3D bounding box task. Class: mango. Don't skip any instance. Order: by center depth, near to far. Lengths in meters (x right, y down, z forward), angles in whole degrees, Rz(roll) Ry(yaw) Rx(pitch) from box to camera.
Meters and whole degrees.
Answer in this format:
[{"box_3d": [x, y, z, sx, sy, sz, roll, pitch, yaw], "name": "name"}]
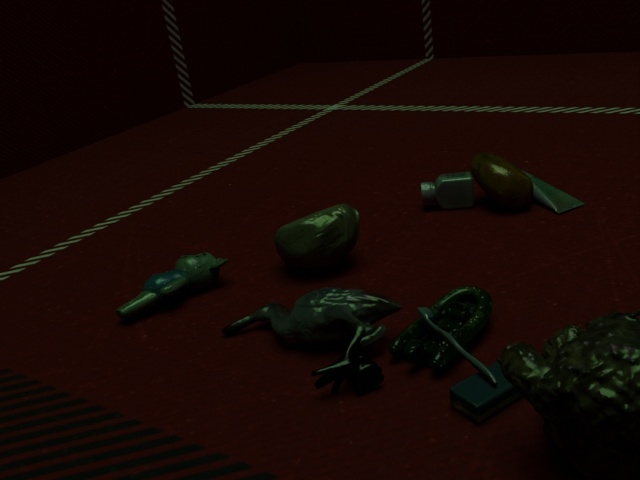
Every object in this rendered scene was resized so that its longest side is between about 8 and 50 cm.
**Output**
[{"box_3d": [0.401, -0.139, 1.478, 0.165, 0.089, 0.115, 45, 32, 17], "name": "mango"}]

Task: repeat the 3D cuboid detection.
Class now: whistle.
[{"box_3d": [-0.293, 0.084, 1.298, 0.235, 0.077, 0.114, -29, 12, -32], "name": "whistle"}]

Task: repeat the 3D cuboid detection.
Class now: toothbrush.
[{"box_3d": [0.194, 0.148, 0.952, 0.019, 0.013, 0.193, -9, 30, -22], "name": "toothbrush"}]

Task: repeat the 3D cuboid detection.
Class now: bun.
[{"box_3d": [0.000, 0.000, 1.331, 0.166, 0.113, 0.173, -24, 5, -41], "name": "bun"}]

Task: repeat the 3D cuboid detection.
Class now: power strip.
[{"box_3d": [0.239, 0.201, 0.904, 0.123, 0.032, 0.056, -21, 28, -27], "name": "power strip"}]

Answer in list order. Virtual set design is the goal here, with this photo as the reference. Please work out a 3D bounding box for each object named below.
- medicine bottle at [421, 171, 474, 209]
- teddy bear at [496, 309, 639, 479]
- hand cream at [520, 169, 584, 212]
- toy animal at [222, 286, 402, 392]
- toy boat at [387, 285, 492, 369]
[{"box_3d": [0.293, -0.113, 1.526, 0.117, 0.074, 0.055, -5, 25, 10], "name": "medicine bottle"}, {"box_3d": [0.329, 0.146, 0.752, 0.246, 0.223, 0.296, 9, 31, 22], "name": "teddy bear"}, {"box_3d": [0.501, -0.107, 1.490, 0.076, 0.047, 0.174, -19, 35, -22], "name": "hand cream"}, {"box_3d": [-0.006, 0.131, 1.073, 0.195, 0.090, 0.324, -35, 32, -28], "name": "toy animal"}, {"box_3d": [0.196, 0.134, 1.038, 0.104, 0.052, 0.210, 12, 35, 43], "name": "toy boat"}]
